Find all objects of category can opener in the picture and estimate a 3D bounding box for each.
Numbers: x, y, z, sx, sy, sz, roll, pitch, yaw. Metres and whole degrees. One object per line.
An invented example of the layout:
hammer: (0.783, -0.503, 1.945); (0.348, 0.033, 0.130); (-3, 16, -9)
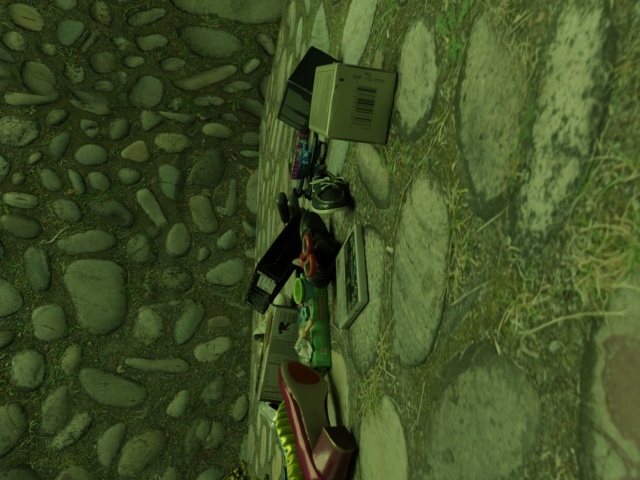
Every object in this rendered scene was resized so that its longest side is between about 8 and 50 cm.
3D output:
can opener: (-0.095, -0.104, 1.769); (0.283, 0.076, 0.095); (83, -161, -69)

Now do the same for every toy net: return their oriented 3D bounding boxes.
toy net: (-0.053, 0.208, 1.388); (0.122, 0.045, 0.232); (-162, 73, -67)

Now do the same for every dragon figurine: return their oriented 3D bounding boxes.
dragon figurine: (-0.033, -0.238, 1.638); (0.289, 0.085, 0.143); (115, 156, -59)

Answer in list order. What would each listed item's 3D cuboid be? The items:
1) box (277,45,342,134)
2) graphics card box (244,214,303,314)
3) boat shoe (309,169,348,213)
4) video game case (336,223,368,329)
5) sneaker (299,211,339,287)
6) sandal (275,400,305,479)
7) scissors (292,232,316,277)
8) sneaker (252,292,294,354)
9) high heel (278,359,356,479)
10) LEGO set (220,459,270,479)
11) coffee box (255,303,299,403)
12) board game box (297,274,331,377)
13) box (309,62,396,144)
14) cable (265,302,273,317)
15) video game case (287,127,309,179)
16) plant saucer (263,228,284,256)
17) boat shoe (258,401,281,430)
box: (-0.036, -0.444, 1.559); (0.153, 0.108, 0.207); (-61, 2, -24)
graphics card box: (-0.145, 0.092, 1.782); (0.232, 0.094, 0.371); (-55, -4, -29)
boat shoe: (0.021, -0.129, 1.348); (0.254, 0.095, 0.079); (-94, 1, -72)
video game case: (0.069, 0.086, 1.197); (0.173, 0.022, 0.190); (114, 158, -58)
sneaker: (0.000, 0.000, 1.404); (0.130, 0.087, 0.227); (116, 153, -54)
sandal: (-0.057, 0.559, 1.372); (0.317, 0.126, 0.138); (-99, 14, -52)
scissors: (-0.050, 0.066, 1.401); (0.297, 0.021, 0.108); (126, 135, -69)
sneaker: (-0.170, 0.301, 1.908); (0.305, 0.152, 0.114); (-99, 16, -52)
high heel: (-0.041, 0.441, 1.233); (0.377, 0.127, 0.181); (-131, 57, -62)
LEGO set: (-0.154, 0.733, 1.494); (0.255, 0.192, 0.331); (52, 159, 14)
coffee box: (-0.127, 0.366, 1.704); (0.168, 0.119, 0.296); (169, 111, -79)
board game box: (-0.024, 0.245, 1.503); (0.213, 0.046, 0.317); (114, 158, -54)
box: (0.061, -0.297, 1.132); (0.232, 0.127, 0.148); (-121, 38, -70)
cable: (-0.179, 0.367, 2.111); (0.287, 0.072, 0.139); (-118, 29, -68)
video game case: (-0.090, -0.392, 2.064); (0.210, 0.042, 0.232); (-100, 19, -50)
plant saucer: (-0.143, 0.009, 2.006); (0.195, 0.037, 0.195); (-50, -5, -6)
boat shoe: (-0.177, 0.653, 2.014); (0.226, 0.083, 0.075); (15, 88, 66)
